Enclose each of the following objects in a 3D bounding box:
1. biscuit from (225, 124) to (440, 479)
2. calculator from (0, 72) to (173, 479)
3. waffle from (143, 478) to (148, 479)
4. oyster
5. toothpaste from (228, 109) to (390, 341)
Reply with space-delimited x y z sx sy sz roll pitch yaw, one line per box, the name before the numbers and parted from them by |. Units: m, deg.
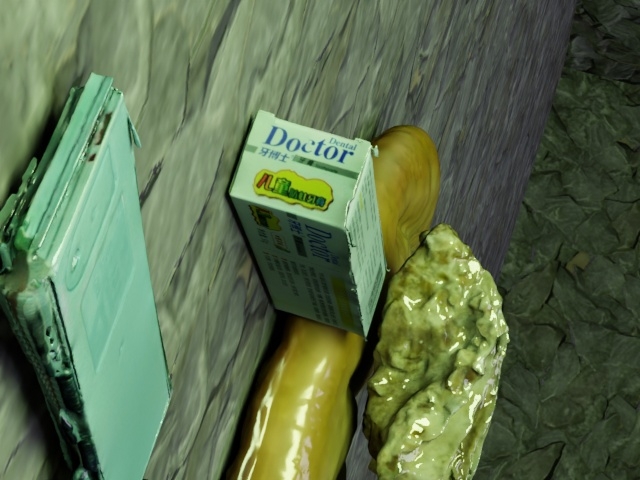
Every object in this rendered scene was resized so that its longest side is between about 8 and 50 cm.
biscuit | 0.006 0.057 0.791 0.154 0.045 0.299 89 19 -58
calculator | -0.056 0.027 0.424 0.172 0.018 0.057 89 20 -62
waffle | -0.080 0.147 0.477 0.152 0.023 0.097 -62 167 -56
oyster | 0.046 0.073 0.743 0.105 0.056 0.177 -84 -178 -55
toothpaste | 0.000 0.000 0.637 0.164 0.046 0.034 75 32 -73
